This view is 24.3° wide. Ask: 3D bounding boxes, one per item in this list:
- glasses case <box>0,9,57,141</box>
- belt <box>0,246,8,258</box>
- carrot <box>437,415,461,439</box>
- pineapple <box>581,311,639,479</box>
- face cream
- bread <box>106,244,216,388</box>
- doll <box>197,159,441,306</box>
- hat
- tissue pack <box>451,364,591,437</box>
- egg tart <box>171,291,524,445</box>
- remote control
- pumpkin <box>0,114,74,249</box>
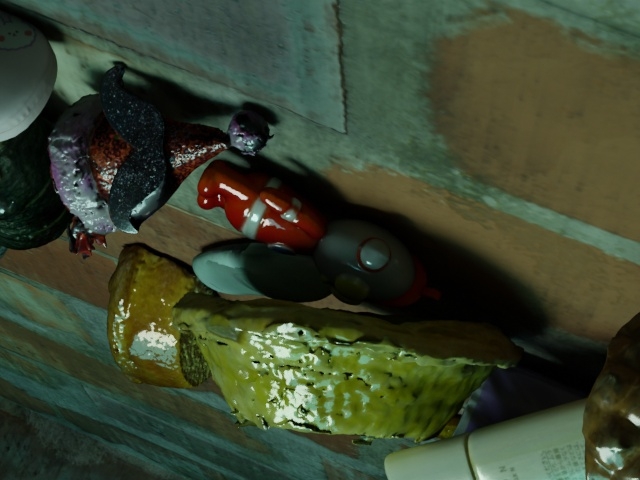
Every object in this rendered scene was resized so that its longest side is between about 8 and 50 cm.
[{"bbox_3d":[-0.369,-0.171,1.306,0.297,0.113,0.075,19,160,16],"label":"glasses case"},{"bbox_3d":[-0.434,-0.013,1.828,0.058,0.105,0.140,13,-157,34],"label":"belt"},{"bbox_3d":[0.174,0.239,1.872,0.170,0.042,0.042,13,159,37],"label":"carrot"},{"bbox_3d":[0.391,0.175,1.133,0.357,0.223,0.223,10,158,26],"label":"pineapple"},{"bbox_3d":[0.248,0.225,1.388,0.348,0.081,0.173,-20,116,25],"label":"face cream"},{"bbox_3d":[-0.196,0.117,1.861,0.129,0.134,0.260,17,161,20],"label":"bread"},{"bbox_3d":[0.000,0.000,1.372,0.245,0.076,0.142,30,169,-1],"label":"doll"},{"bbox_3d":[-0.138,-0.069,1.298,0.227,0.140,0.129,-7,156,37],"label":"hat"},{"bbox_3d":[0.306,0.265,1.574,0.338,0.160,0.242,21,161,15],"label":"tissue pack"},{"bbox_3d":[0.023,0.127,1.445,0.345,0.132,0.345,5,175,0],"label":"egg tart"},{"bbox_3d":[-0.064,0.039,1.610,0.097,0.045,0.256,33,163,-23],"label":"remote control"},{"bbox_3d":[-0.335,-0.074,1.470,0.211,0.152,0.211,29,177,2],"label":"pumpkin"}]
